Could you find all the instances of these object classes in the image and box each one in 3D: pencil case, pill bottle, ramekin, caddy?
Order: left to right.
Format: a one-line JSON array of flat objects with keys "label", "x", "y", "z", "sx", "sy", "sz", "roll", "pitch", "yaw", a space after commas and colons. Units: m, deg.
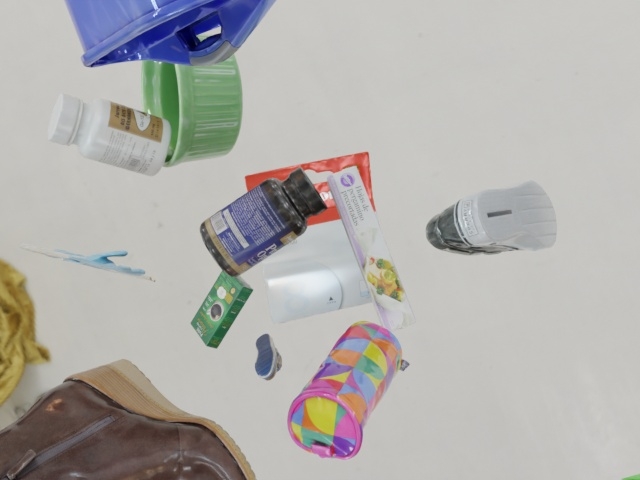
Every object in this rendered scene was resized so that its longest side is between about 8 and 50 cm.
[{"label": "pill bottle", "x": -0.444, "y": -0.227, "z": 1.478, "sx": 0.131, "sy": 0.229, "sz": 0.131, "roll": -32, "pitch": 51, "yaw": 50}, {"label": "caddy", "x": -0.148, "y": -0.285, "z": 0.784, "sx": 0.341, "sy": 0.241, "sz": 0.179, "roll": -3, "pitch": 114, "yaw": 51}, {"label": "ramekin", "x": -0.287, "y": -0.318, "z": 1.556, "sx": 0.303, "sy": 0.148, "sz": 0.303, "roll": 23, "pitch": 117, "yaw": 59}, {"label": "pill bottle", "x": -0.103, "y": -0.038, "z": 1.289, "sx": 0.219, "sy": 0.123, "sz": 0.122, "roll": -33, "pitch": 87, "yaw": 5}, {"label": "pencil case", "x": 0.040, "y": 0.189, "z": 0.905, "sx": 0.104, "sy": 0.236, "sz": 0.104, "roll": 5, "pitch": 106, "yaw": 20}]

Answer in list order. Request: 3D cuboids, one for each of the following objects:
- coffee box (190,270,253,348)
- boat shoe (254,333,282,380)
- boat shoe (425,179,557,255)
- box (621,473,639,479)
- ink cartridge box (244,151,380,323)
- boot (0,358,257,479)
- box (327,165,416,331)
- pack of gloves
[{"label": "coffee box", "x": -0.254, "y": 0.170, "z": 1.786, "sx": 0.113, "sy": 0.040, "sz": 0.184, "roll": 39, "pitch": 100, "yaw": 47}, {"label": "boat shoe", "x": -0.134, "y": 0.325, "z": 1.905, "sx": 0.066, "sy": 0.183, "sz": 0.066, "roll": -31, "pitch": 115, "yaw": 11}, {"label": "boat shoe", "x": 0.292, "y": -0.036, "z": 1.179, "sx": 0.119, "sy": 0.335, "sz": 0.121, "roll": -13, "pitch": 80, "yaw": 40}, {"label": "box", "x": 0.662, "y": 0.558, "z": 1.220, "sx": 0.127, "sy": 0.262, "sz": 0.231, "roll": -16, "pitch": 95, "yaw": 4}, {"label": "ink cartridge box", "x": 0.000, "y": 0.000, "z": 1.699, "sx": 0.308, "sy": 0.091, "sz": 0.385, "roll": -12, "pitch": 121, "yaw": -6}, {"label": "boot", "x": -0.207, "y": 0.242, "z": 0.708, "sx": 0.248, "sy": 0.207, "sz": 0.090, "roll": 35, "pitch": 127, "yaw": 18}, {"label": "box", "x": 0.096, "y": 0.019, "z": 1.346, "sx": 0.063, "sy": 0.067, "sz": 0.324, "roll": -20, "pitch": 80, "yaw": -2}, {"label": "pack of gloves", "x": -0.452, "y": 0.031, "z": 1.405, "sx": 0.232, "sy": 0.195, "sz": 0.046, "roll": 14, "pitch": 83, "yaw": -4}]
